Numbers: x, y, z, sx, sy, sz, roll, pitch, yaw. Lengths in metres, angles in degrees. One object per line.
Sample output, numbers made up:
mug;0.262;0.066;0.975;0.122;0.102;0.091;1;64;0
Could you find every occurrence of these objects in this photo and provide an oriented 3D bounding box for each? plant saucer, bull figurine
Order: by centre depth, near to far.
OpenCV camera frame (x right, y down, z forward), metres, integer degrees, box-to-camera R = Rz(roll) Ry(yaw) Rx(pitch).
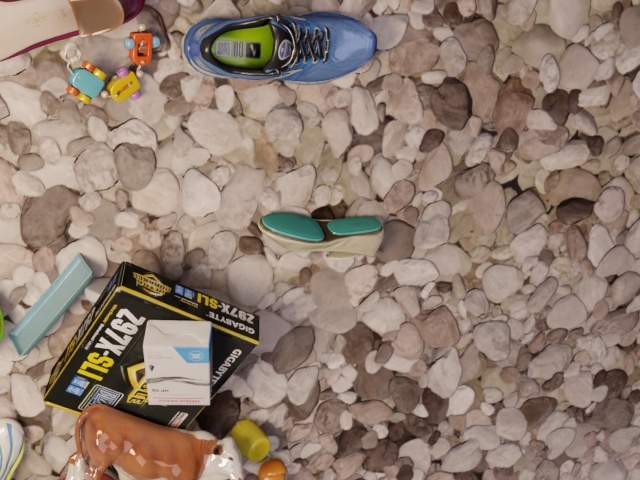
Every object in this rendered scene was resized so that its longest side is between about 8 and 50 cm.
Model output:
plant saucer;-0.462;0.112;1.407;0.192;0.067;0.018;-49;138;1
bull figurine;-0.292;0.397;1.435;0.310;0.101;0.189;24;82;-13

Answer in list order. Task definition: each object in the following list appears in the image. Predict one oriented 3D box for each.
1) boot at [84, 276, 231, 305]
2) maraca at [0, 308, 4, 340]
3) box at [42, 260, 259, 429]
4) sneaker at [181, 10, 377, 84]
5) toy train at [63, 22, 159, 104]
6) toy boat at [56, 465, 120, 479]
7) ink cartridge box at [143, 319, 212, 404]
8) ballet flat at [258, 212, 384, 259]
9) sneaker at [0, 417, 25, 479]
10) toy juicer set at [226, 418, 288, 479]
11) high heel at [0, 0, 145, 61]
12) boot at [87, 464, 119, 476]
boot;-0.294;0.145;1.454;0.258;0.095;0.123;10;111;-14
maraca;-0.602;0.115;1.342;0.127;0.099;0.186;-31;106;-14
box;-0.294;0.205;1.411;0.257;0.079;0.322;27;124;-22
sneaker;-0.057;-0.313;1.356;0.329;0.147;0.130;-8;109;-16
toy train;-0.341;-0.285;1.316;0.166;0.046;0.125;-19;125;-36
toy boat;-0.404;0.535;1.490;0.151;0.151;0.231;-26;115;19
ink cartridge box;-0.229;0.213;1.332;0.104;0.060;0.180;1;131;-5
ballet flat;0.000;0.000;1.514;0.248;0.086;0.086;2;106;-19
sneaker;-0.590;0.435;1.429;0.091;0.126;0.240;24;98;-23
toy juicer set;-0.202;0.518;1.590;0.329;0.089;0.209;-45;133;-17
high heel;-0.458;-0.360;1.266;0.377;0.181;0.127;0;122;2
boot;-0.378;0.389;1.534;0.106;0.037;0.114;13;99;-19
